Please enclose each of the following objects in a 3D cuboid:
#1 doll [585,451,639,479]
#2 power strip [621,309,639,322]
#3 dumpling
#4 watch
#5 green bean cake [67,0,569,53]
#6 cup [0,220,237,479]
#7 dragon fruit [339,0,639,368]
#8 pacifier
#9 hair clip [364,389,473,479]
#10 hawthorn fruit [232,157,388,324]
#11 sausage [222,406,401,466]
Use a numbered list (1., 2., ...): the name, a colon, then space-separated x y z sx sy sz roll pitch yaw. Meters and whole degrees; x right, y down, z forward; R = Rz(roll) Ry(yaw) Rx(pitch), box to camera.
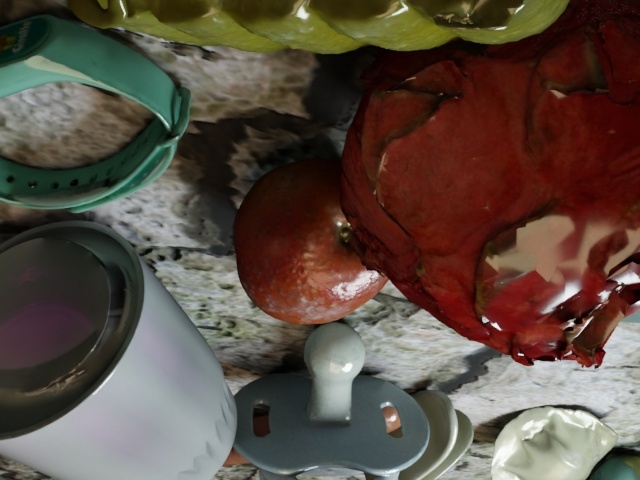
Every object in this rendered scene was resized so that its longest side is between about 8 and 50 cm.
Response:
1. doll: 0.569 0.544 1.464 0.177 0.161 0.261 4 146 -45
2. power strip: 0.413 0.043 0.890 0.253 0.054 0.168 26 137 -31
3. dumpling: 0.416 0.369 1.280 0.216 0.126 0.166 -14 115 29
4. watch: -0.237 -0.105 0.646 0.237 0.068 0.195 -14 142 16
5. green bean cake: -0.015 -0.238 0.346 0.310 0.202 0.284 3 104 18
6. cup: -0.257 0.171 0.854 0.254 0.253 0.371 -11 143 11
7. dragon fruit: 0.164 -0.050 0.554 0.302 0.295 0.295 22 143 9
8. pacifier: 0.015 0.227 1.006 0.300 0.244 0.232 1 112 -7
9. hair clip: 0.142 0.356 1.205 0.282 0.172 0.113 -39 138 25
10. hawthorn fruit: 0.000 0.000 0.721 0.173 0.172 0.172 -2 143 -1
11. sausage: -0.053 0.324 1.204 0.433 0.087 0.088 -18 140 19
